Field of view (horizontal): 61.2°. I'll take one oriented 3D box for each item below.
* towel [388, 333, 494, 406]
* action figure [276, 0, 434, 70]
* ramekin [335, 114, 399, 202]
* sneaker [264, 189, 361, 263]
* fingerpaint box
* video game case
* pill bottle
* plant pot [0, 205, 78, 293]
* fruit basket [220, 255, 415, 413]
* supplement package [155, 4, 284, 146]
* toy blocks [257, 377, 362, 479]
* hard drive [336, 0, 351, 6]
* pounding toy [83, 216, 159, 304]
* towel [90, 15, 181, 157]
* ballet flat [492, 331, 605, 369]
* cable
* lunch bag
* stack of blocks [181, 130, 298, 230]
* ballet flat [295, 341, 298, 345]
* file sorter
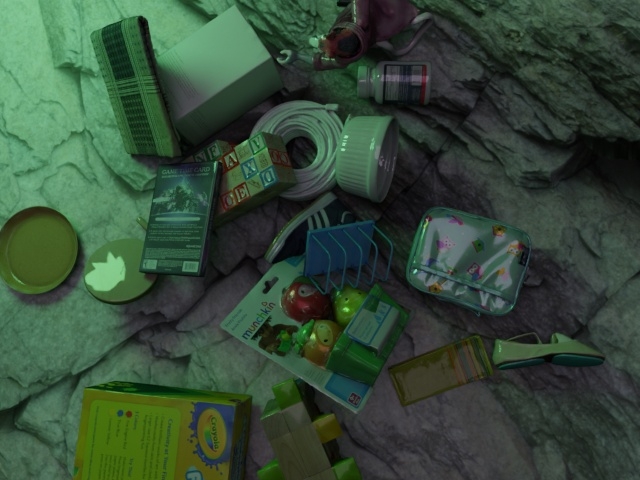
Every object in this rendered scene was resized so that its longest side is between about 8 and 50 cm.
[{"bbox_3d":[0.289,0.314,1.303,0.237,0.021,0.102,-21,80,3],"label":"towel"},{"bbox_3d":[0.081,-0.475,1.285,0.275,0.370,0.248,33,128,-5],"label":"action figure"},{"bbox_3d":[0.112,-0.201,1.304,0.108,0.207,0.207,11,84,17],"label":"ramekin"},{"bbox_3d":[0.000,0.000,1.282,0.153,0.099,0.282,43,48,4],"label":"sneaker"},{"bbox_3d":[-0.374,0.578,1.268,0.370,0.163,0.446,3,83,8],"label":"fingerpaint box"},{"bbox_3d":[-0.335,-0.053,1.296,0.195,0.026,0.275,1,77,30],"label":"video game case"},{"bbox_3d":[0.185,-0.398,1.365,0.179,0.108,0.108,3,83,7],"label":"pill bottle"},{"bbox_3d":[-0.755,0.026,1.449,0.236,0.032,0.237,-1,82,5],"label":"plant pot"},{"bbox_3d":[0.010,0.170,1.227,0.352,0.166,0.327,33,46,9],"label":"fruit basket"},{"bbox_3d":[-0.269,-0.412,1.381,0.292,0.175,0.178,-33,78,1],"label":"supplement package"},{"bbox_3d":[-0.019,0.474,1.208,0.190,0.261,0.382,-23,88,0],"label":"toy blocks"},{"bbox_3d":[0.114,-0.675,1.452,0.135,0.022,0.094,5,83,7],"label":"hard drive"},{"bbox_3d":[-0.478,0.081,1.391,0.182,0.110,0.237,32,60,16],"label":"pounding toy"},{"bbox_3d":[-0.443,-0.360,1.317,0.056,0.312,0.325,-25,115,-35],"label":"towel"},{"bbox_3d":[0.527,0.252,1.261,0.248,0.086,0.086,-4,82,7],"label":"ballet flat"},{"bbox_3d":[-0.055,-0.229,1.379,0.256,0.089,0.257,13,85,9],"label":"cable"},{"bbox_3d":[0.351,0.055,1.286,0.278,0.108,0.224,18,85,8],"label":"lunch bag"},{"bbox_3d":[-0.217,-0.156,1.326,0.297,0.087,0.171,-25,80,29],"label":"stack of blocks"},{"bbox_3d":[-0.037,0.236,1.320,0.077,0.077,0.231,-34,81,7],"label":"ballet flat"},{"bbox_3d":[0.063,0.040,1.216,0.170,0.104,0.118,-10,124,-25],"label":"file sorter"}]
